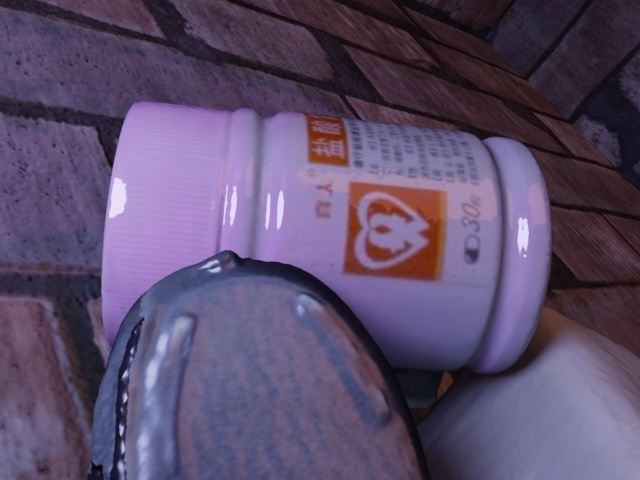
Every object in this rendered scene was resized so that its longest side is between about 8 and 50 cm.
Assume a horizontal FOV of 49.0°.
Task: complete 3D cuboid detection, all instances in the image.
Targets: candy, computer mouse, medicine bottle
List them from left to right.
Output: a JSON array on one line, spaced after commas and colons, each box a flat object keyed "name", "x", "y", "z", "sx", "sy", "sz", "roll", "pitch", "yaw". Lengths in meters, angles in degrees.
[{"name": "computer mouse", "x": -0.023, "y": 0.192, "z": 0.408, "sx": 0.203, "sy": 0.114, "sz": 0.374, "roll": -7, "pitch": 68, "yaw": -18}, {"name": "medicine bottle", "x": 0.000, "y": 0.000, "z": 0.571, "sx": 0.315, "sy": 0.202, "sz": 0.202, "roll": 5, "pitch": 37, "yaw": -9}, {"name": "candy", "x": 0.191, "y": 0.210, "z": 0.505, "sx": 0.145, "sy": 0.208, "sz": 0.359, "roll": 34, "pitch": 17, "yaw": -13}]

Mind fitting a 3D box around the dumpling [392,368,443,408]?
[{"name": "dumpling", "x": 0.059, "y": 0.101, "z": 0.718, "sx": 0.152, "sy": 0.108, "sz": 0.219, "roll": -8, "pitch": 26, "yaw": 5}]
